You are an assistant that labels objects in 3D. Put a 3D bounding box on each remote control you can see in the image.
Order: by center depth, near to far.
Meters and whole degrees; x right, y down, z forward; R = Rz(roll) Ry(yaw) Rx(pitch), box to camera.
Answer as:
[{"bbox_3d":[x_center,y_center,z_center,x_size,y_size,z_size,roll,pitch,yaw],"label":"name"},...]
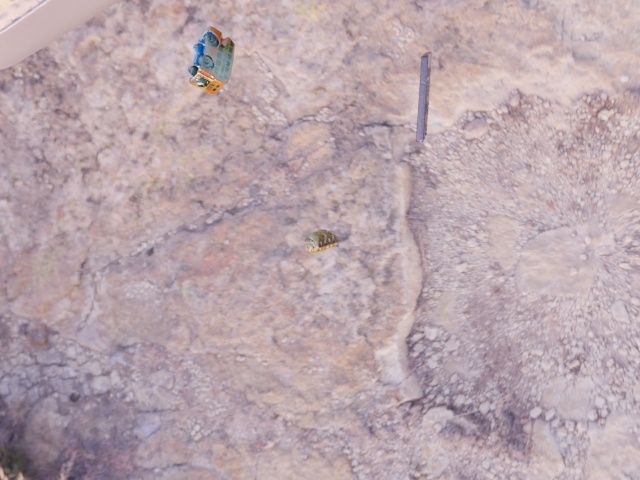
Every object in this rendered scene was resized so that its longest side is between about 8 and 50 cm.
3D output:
[{"bbox_3d":[0.288,-0.394,1.686,0.025,0.063,0.245,11,121,20],"label":"remote control"}]

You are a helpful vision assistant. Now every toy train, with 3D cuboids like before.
[{"bbox_3d":[-0.291,-0.475,1.626,0.072,0.099,0.188,-25,51,43],"label":"toy train"}]

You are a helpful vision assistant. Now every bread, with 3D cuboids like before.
[{"bbox_3d":[0.000,0.000,1.803,0.060,0.110,0.066,43,131,32],"label":"bread"}]

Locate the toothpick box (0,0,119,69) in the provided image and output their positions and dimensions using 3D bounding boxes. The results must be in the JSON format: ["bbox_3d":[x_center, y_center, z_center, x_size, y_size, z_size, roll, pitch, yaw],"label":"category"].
[{"bbox_3d":[-0.368,-0.333,0.720,0.316,0.229,0.229,-21,81,22],"label":"toothpick box"}]
